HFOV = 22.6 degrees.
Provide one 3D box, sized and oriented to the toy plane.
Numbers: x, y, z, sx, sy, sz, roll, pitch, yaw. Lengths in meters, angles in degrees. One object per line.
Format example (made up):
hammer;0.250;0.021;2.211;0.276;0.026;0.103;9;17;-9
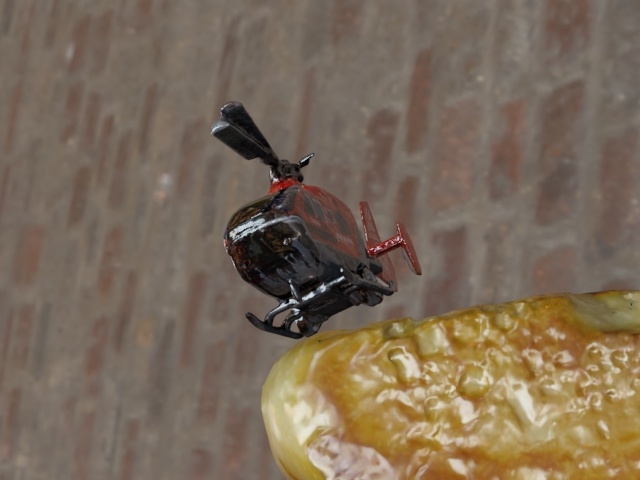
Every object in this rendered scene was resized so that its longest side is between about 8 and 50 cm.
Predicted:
toy plane;0.000;0.000;0.535;0.037;0.145;0.060;-26;73;16

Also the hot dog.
hot dog;0.106;0.106;0.691;0.150;0.257;0.153;53;-151;-72
